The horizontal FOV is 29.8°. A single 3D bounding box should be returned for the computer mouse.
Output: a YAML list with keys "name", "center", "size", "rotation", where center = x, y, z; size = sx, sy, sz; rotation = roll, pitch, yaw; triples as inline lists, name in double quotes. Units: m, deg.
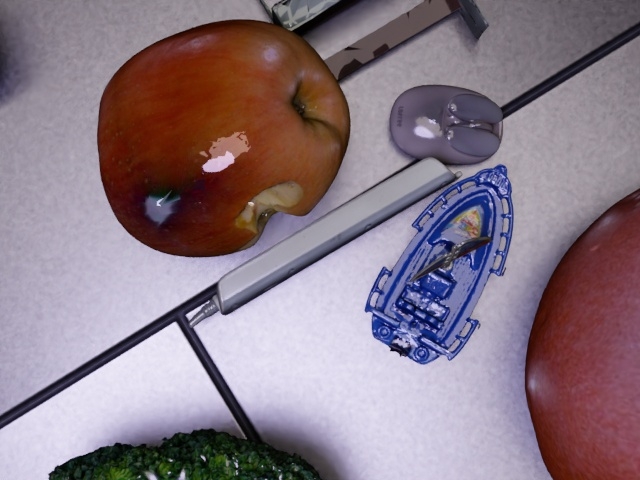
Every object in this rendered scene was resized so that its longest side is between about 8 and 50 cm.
- name: "computer mouse"
  center: [0.105, -0.096, 0.991]
  size: [0.096, 0.039, 0.066]
  rotation: [7, 85, 0]

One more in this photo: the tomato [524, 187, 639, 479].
- name: "tomato"
  center: [0.326, 0.100, 0.857]
  size: [0.341, 0.273, 0.342]
  rotation: [0, 85, 1]

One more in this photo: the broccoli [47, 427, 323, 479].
- name: "broccoli"
  center: [-0.089, 0.278, 0.841]
  size: [0.297, 0.297, 0.298]
  rotation: [1, 115, 1]

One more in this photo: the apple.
- name: "apple"
  center: [-0.071, -0.079, 0.920]
  size: [0.199, 0.199, 0.199]
  rotation: [0, 85, 0]

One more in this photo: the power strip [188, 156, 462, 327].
- name: "power strip"
  center: [0.000, 0.000, 0.973]
  size: [0.252, 0.060, 0.027]
  rotation: [-30, 86, -3]

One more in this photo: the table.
- name: "table"
  center: [0.030, -0.209, 0.992]
  size: [0.146, 0.062, 0.175]
  rotation: [-31, 88, -2]

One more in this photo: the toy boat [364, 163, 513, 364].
- name: "toy boat"
  center: [0.106, 0.014, 0.947]
  size: [0.091, 0.110, 0.175]
  rotation: [30, 84, 2]
